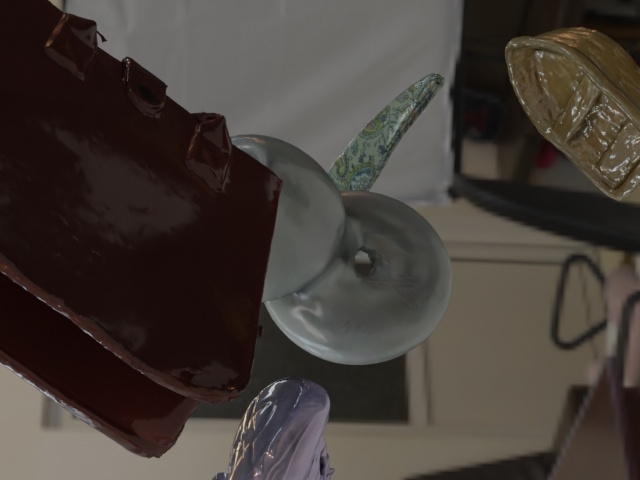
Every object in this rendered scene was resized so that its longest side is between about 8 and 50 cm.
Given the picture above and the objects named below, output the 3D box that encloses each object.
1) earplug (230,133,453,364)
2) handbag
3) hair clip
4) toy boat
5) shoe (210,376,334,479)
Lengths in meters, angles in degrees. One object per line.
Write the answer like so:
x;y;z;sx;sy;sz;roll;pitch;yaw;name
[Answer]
-0.007;0.005;1.493;0.175;0.325;0.214;-36;34;51;earplug
-0.150;-0.027;0.876;0.084;0.260;0.275;-42;20;29;handbag
0.072;-0.119;1.711;0.229;0.036;0.066;-50;55;22;hair clip
0.262;-0.138;1.347;0.188;0.061;0.116;48;152;14;toy boat
-0.025;0.231;1.287;0.095;0.137;0.245;-97;28;-50;shoe
